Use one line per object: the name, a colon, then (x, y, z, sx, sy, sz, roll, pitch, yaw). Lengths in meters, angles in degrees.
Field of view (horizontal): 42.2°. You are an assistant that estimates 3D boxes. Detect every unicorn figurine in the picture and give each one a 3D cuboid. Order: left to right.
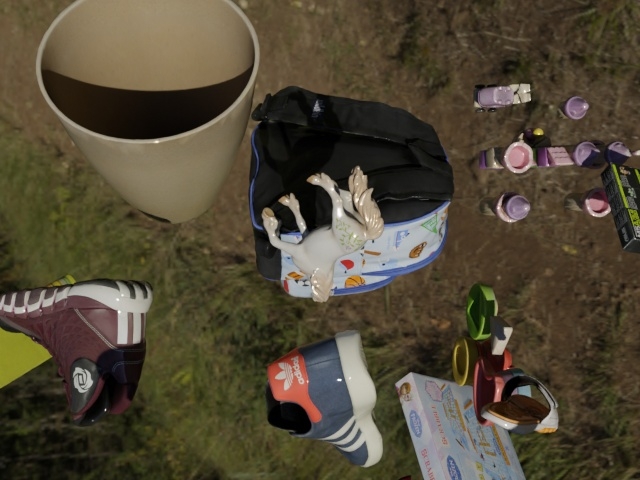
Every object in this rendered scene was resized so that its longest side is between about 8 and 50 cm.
unicorn figurine: (0.000, 0.000, 0.791, 0.111, 0.060, 0.162, 56, 144, -4)

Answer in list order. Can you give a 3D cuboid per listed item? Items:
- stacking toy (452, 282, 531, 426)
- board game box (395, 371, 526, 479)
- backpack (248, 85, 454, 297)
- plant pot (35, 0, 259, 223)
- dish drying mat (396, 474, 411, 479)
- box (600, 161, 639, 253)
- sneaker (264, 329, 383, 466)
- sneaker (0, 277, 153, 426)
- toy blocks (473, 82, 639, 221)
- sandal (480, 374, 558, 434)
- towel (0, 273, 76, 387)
stacking toy: (0.417, 0.258, 1.893, 0.309, 0.130, 0.280, -106, 22, -66)
board game box: (0.353, 0.497, 2.033, 0.066, 0.318, 0.319, -43, 45, 32)
backpack: (0.044, -0.052, 1.107, 0.213, 0.263, 0.277, 79, -174, -51)
plant pot: (-0.205, -0.146, 1.073, 0.274, 0.256, 0.257, 96, 155, -59)
dish drying mat: (0.125, 0.408, 1.301, 0.008, 0.032, 0.083, 29, 121, 49)
box: (0.638, -0.050, 1.569, 0.045, 0.184, 0.191, 114, 159, -50)
sneaker: (0.001, 0.236, 1.170, 0.350, 0.148, 0.131, 78, 177, -55)
sneaker: (-0.304, 0.137, 0.979, 0.281, 0.106, 0.163, -11, 79, 43)
toy blocks: (0.508, -0.198, 1.786, 0.260, 0.288, 0.309, -167, 74, -75)
sandal: (0.348, 0.270, 1.386, 0.102, 0.265, 0.076, 26, 96, 27)
towel: (-0.454, 0.145, 1.274, 0.021, 0.237, 0.102, -31, 93, 46)
